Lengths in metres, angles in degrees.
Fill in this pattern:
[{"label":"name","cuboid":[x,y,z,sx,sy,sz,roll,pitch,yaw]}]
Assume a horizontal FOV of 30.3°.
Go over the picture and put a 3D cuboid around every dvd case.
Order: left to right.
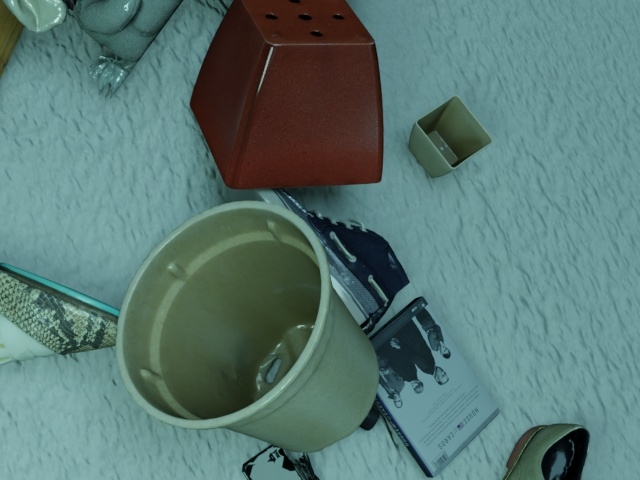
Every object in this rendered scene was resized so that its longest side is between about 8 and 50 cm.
[{"label":"dvd case","cuboid":[0.170,0.237,1.924,0.179,0.029,0.239,-37,97,-31]}]

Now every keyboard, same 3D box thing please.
[{"label":"keyboard","cuboid":[-0.032,0.401,1.822,0.100,0.038,0.192,-33,83,-4]}]

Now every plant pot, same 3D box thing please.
[{"label":"plant pot","cuboid":[-0.073,0.157,1.713,0.333,0.305,0.334,-13,59,23]},{"label":"plant pot","cuboid":[-0.043,-0.257,1.905,0.267,0.236,0.267,-4,39,-21]},{"label":"plant pot","cuboid":[0.220,-0.174,2.101,0.109,0.096,0.109,-34,83,-27]}]

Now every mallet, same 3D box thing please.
[{"label":"mallet","cuboid":[0.082,0.216,1.930,0.062,0.039,0.190,26,59,-14]}]

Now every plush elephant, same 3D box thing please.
[{"label":"plush elephant","cuboid":[-0.351,-0.421,1.877,0.255,0.330,0.272,36,29,-11]}]

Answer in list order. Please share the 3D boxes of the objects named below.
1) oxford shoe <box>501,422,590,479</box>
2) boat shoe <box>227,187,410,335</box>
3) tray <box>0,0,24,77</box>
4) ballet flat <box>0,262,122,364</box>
[{"label":"oxford shoe","cuboid":[0.328,0.434,1.871,0.123,0.130,0.348,31,63,-9]},{"label":"boat shoe","cuboid":[0.000,0.000,1.949,0.158,0.127,0.340,-38,93,-32]},{"label":"tray","cuboid":[-0.586,-0.335,1.860,0.202,0.076,0.411,30,61,-26]},{"label":"ballet flat","cuboid":[-0.508,0.072,1.726,0.482,0.164,0.182,32,79,2]}]
